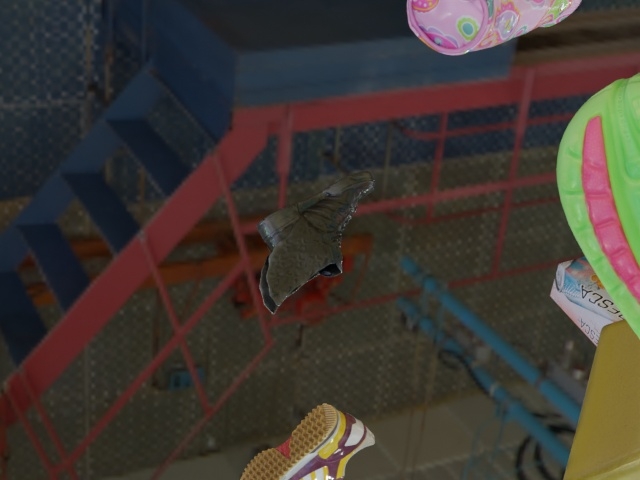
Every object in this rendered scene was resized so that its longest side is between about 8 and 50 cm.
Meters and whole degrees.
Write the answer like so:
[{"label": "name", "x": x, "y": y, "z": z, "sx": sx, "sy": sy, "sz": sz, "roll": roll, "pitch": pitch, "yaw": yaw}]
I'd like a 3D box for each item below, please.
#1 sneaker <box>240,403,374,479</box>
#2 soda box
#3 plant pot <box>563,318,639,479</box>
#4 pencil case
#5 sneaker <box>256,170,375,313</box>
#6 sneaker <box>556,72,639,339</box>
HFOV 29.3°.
[{"label": "sneaker", "x": -0.018, "y": 0.272, "z": 1.450, "sx": 0.084, "sy": 0.185, "sz": 0.069, "roll": 32, "pitch": -149, "yaw": -29}, {"label": "soda box", "x": 0.381, "y": 0.100, "z": 1.608, "sx": 0.058, "sy": 0.063, "sz": 0.183, "roll": -14, "pitch": -137, "yaw": -25}, {"label": "plant pot", "x": 0.403, "y": 0.185, "z": 1.229, "sx": 0.212, "sy": 0.187, "sz": 0.212, "roll": 30, "pitch": -124, "yaw": -11}, {"label": "pencil case", "x": 0.228, "y": -0.311, "z": 1.542, "sx": 0.124, "sy": 0.124, "sz": 0.284, "roll": 24, "pitch": -150, "yaw": 31}, {"label": "sneaker", "x": 0.001, "y": -0.001, "z": 1.245, "sx": 0.170, "sy": 0.051, "sz": 0.089, "roll": -26, "pitch": -100, "yaw": -27}, {"label": "sneaker", "x": 0.331, "y": 0.096, "z": 0.963, "sx": 0.185, "sy": 0.483, "sz": 0.202, "roll": -9, "pitch": -171, "yaw": 32}]
